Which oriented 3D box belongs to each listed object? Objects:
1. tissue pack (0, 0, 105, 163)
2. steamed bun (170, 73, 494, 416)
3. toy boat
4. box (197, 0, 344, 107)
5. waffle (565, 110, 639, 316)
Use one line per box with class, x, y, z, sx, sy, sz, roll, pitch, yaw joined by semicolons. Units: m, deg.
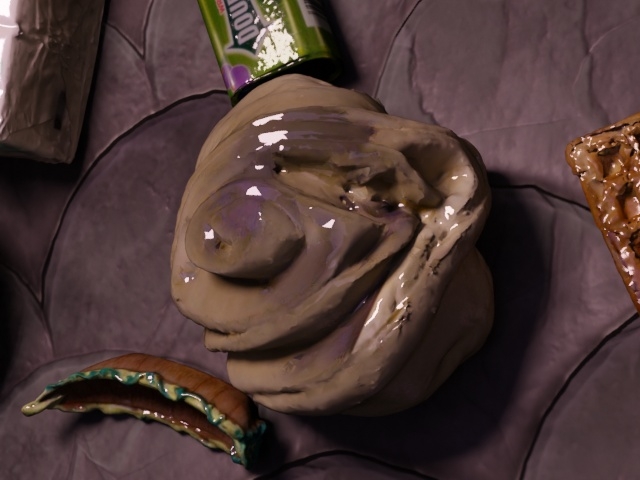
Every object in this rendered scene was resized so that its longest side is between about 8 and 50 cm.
tissue pack;-0.464;-0.241;1.479;0.356;0.194;0.266;6;83;22
steamed bun;0.000;0.000;1.232;0.339;0.247;0.352;6;80;21
toy boat;-0.191;0.178;1.359;0.292;0.108;0.099;9;58;23
box;-0.089;-0.323;1.396;0.134;0.097;0.346;-23;75;19
waffle;0.387;0.007;1.161;0.213;0.091;0.308;-25;74;16
